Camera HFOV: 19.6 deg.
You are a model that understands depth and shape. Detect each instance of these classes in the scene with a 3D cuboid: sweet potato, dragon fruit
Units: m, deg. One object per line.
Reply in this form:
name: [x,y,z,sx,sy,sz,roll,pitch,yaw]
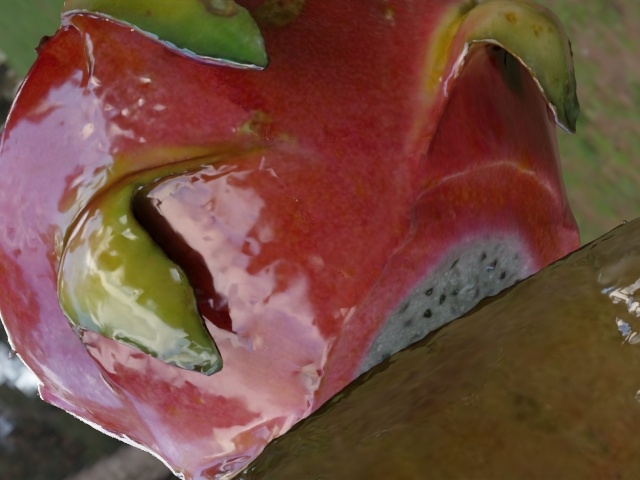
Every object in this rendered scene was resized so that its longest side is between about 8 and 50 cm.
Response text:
sweet potato: [-0.027,0.120,0.360,0.114,0.341,0.092,14,149,47]
dragon fruit: [0.000,0.000,0.845,0.189,0.290,0.290,29,169,40]
